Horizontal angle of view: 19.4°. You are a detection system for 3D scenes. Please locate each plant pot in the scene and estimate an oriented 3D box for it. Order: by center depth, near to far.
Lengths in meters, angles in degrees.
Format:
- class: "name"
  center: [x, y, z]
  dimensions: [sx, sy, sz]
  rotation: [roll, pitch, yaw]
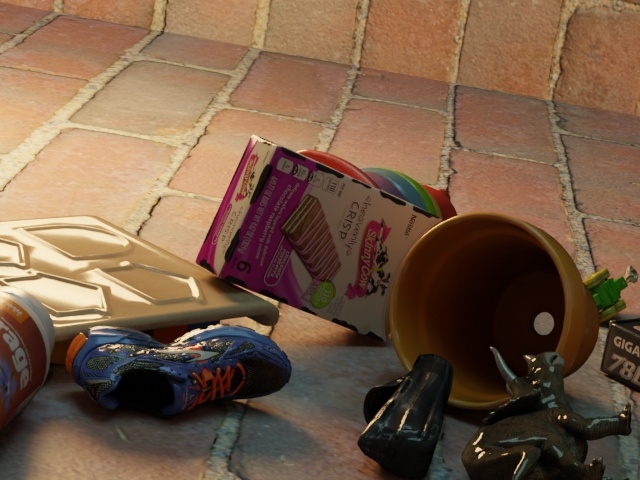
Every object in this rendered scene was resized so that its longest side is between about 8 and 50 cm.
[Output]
- class: "plant pot"
  center: [0.205, 0.082, 2.001]
  dimensions: [0.205, 0.205, 0.188]
  rotation: [19, 3, 30]

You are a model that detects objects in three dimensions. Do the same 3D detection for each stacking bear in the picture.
- class: "stacking bear"
  center: [0.079, -0.016, 2.325]
  dimensions: [0.164, 0.175, 0.289]
  rotation: [15, 9, 26]

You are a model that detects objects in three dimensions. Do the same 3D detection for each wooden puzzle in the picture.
- class: "wooden puzzle"
  center: [-0.269, 0.053, 2.007]
  dimensions: [0.348, 0.080, 0.322]
  rotation: [0, 18, -45]

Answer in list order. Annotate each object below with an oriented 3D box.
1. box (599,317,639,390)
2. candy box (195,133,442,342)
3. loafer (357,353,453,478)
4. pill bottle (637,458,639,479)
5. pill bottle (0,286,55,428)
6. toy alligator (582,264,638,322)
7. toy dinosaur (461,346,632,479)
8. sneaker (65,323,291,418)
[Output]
- class: "box"
  center: [0.522, 0.159, 2.121]
  dimensions: [0.293, 0.073, 0.295]
  rotation: [-2, 19, -38]
- class: "candy box"
  center: [0.000, 0.000, 2.070]
  dimensions: [0.233, 0.159, 0.071]
  rotation: [22, 4, -31]
- class: "loafer"
  center: [0.083, 0.160, 1.826]
  dimensions: [0.078, 0.076, 0.223]
  rotation: [19, 20, 3]
- class: "pill bottle"
  center: [0.402, 0.215, 1.755]
  dimensions: [0.215, 0.117, 0.117]
  rotation: [-1, 19, -36]
- class: "pill bottle"
  center: [-0.313, 0.112, 1.671]
  dimensions: [0.121, 0.121, 0.216]
  rotation: [12, 16, 7]
- class: "toy alligator"
  center: [0.356, 0.069, 2.377]
  dimensions: [0.051, 0.056, 0.190]
  rotation: [-28, -2, 27]
- class: "toy dinosaur"
  center: [0.198, 0.203, 1.737]
  dimensions: [0.160, 0.121, 0.313]
  rotation: [3, 17, 22]
- class: "sneaker"
  center: [-0.132, 0.136, 1.810]
  dimensions: [0.221, 0.083, 0.087]
  rotation: [-1, 32, -19]
